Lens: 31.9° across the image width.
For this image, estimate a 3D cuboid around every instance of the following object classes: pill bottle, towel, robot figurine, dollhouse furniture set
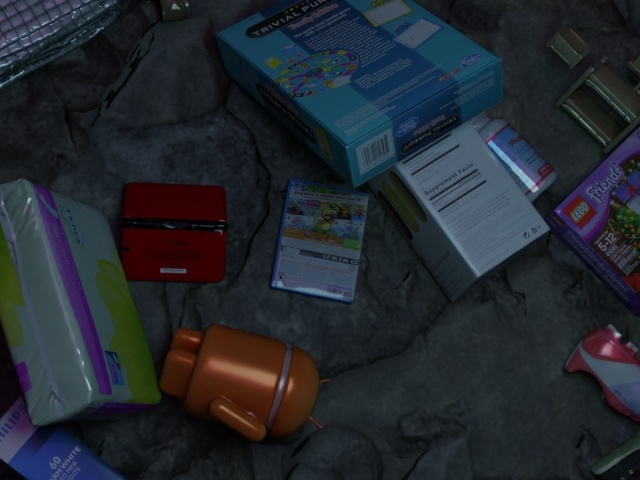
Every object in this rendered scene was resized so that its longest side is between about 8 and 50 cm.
[{"bbox_3d":[0.265,-0.122,1.645,0.087,0.087,0.160,-41,84,-19],"label":"pill bottle"},{"bbox_3d":[-0.455,-0.348,1.576,0.284,0.121,0.235,-35,83,-20],"label":"towel"},{"bbox_3d":[-0.097,0.186,1.465,0.220,0.158,0.128,16,87,-5],"label":"robot figurine"},{"bbox_3d":[0.433,-0.251,1.732,0.182,0.101,0.161,46,47,6],"label":"dollhouse furniture set"}]

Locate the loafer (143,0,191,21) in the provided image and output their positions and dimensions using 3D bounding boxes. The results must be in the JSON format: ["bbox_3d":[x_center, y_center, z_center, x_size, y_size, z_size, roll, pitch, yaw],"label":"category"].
[{"bbox_3d":[-0.248,-0.384,1.653,0.050,0.056,0.148,-34,81,-24],"label":"loafer"}]

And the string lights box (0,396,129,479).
[{"bbox_3d":[-0.290,0.310,1.389,0.260,0.133,0.076,37,71,2],"label":"string lights box"}]

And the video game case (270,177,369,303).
[{"bbox_3d":[0.000,0.000,1.599,0.119,0.015,0.166,11,72,-6],"label":"video game case"}]

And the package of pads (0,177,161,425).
[{"bbox_3d":[-0.314,0.082,1.406,0.101,0.229,0.296,-22,77,10],"label":"package of pads"}]

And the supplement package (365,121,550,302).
[{"bbox_3d":[0.182,-0.060,1.585,0.134,0.139,0.244,-32,79,-18],"label":"supplement package"}]

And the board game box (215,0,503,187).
[{"bbox_3d":[0.049,-0.243,1.566,0.254,0.079,0.336,-30,48,-17],"label":"board game box"}]

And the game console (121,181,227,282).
[{"bbox_3d":[-0.205,-0.011,1.568,0.144,0.085,0.124,2,104,-9],"label":"game console"}]

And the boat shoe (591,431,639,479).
[{"bbox_3d":[0.440,0.296,1.546,0.133,0.049,0.042,-39,91,14],"label":"boat shoe"}]

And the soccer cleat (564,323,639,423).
[{"bbox_3d":[0.458,0.227,1.586,0.248,0.083,0.095,45,101,0],"label":"soccer cleat"}]

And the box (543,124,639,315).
[{"bbox_3d":[0.503,-0.057,1.682,0.293,0.057,0.201,-42,84,-19],"label":"box"}]
